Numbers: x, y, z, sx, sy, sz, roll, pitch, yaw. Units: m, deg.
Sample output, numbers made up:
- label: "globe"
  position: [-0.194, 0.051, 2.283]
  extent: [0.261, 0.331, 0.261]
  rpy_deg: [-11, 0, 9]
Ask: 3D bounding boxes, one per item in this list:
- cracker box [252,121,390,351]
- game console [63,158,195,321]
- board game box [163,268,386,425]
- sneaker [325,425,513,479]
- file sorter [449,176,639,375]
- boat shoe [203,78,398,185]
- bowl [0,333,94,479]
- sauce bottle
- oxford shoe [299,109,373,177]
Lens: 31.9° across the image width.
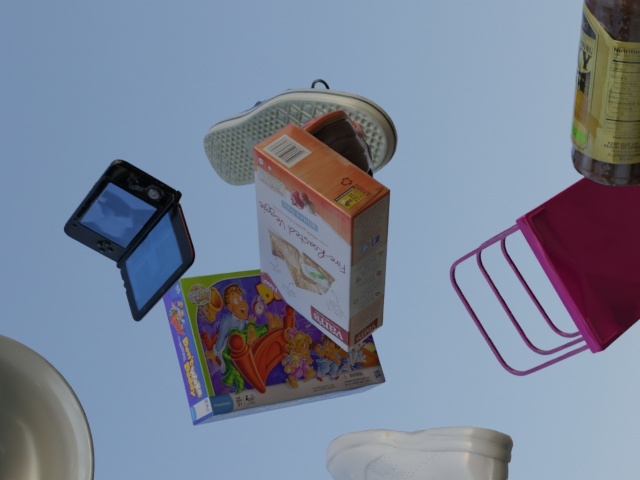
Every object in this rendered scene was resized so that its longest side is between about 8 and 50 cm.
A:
- label: "cracker box"
  position: [0.000, 0.000, 1.285]
  extent: [0.067, 0.156, 0.232]
  rpy_deg: [-36, -34, -28]
- label: "game console"
  position: [-0.216, 0.002, 1.250]
  extent: [0.124, 0.144, 0.085]
  rpy_deg: [30, -139, -19]
- label: "board game box"
  position: [-0.077, 0.167, 1.916]
  extent: [0.347, 0.078, 0.233]
  rpy_deg: [-6, -107, -34]
- label: "sneaker"
  position: [0.073, 0.214, 0.966]
  extent: [0.080, 0.212, 0.094]
  rpy_deg: [19, -112, -32]
- label: "file sorter"
  position: [0.355, 0.036, 1.600]
  extent: [0.291, 0.182, 0.202]
  rpy_deg: [-28, -93, -43]
- label: "boat shoe"
  position: [-0.026, -0.195, 2.022]
  extent: [0.156, 0.500, 0.186]
  rpy_deg: [-34, -72, -31]
- label: "bowl"
  position: [-0.397, 0.249, 1.186]
  extent: [0.298, 0.134, 0.297]
  rpy_deg: [7, -110, -19]
- label: "sauce bottle"
  position: [0.340, -0.228, 1.230]
  extent: [0.111, 0.111, 0.344]
  rpy_deg: [-45, -38, -45]
- label: "oxford shoe"
  position: [0.024, -0.121, 1.611]
  extent: [0.098, 0.097, 0.271]
  rpy_deg: [64, -161, 8]
